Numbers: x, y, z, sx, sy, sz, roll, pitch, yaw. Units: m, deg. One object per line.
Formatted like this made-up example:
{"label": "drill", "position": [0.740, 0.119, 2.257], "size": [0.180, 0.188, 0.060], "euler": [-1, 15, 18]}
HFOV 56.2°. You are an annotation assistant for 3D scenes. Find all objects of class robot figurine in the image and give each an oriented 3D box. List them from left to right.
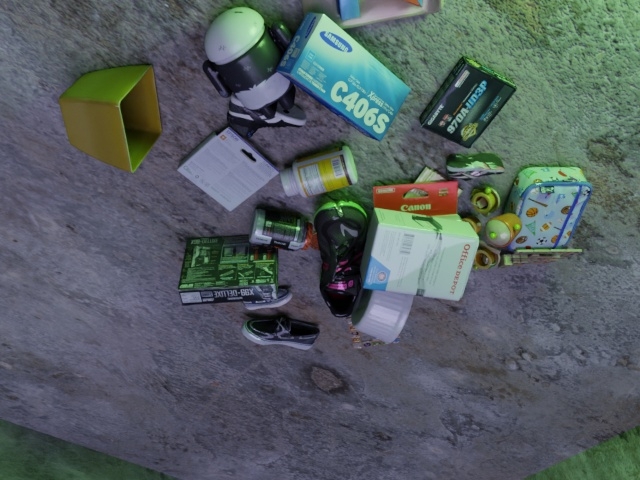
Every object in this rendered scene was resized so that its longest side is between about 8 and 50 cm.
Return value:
{"label": "robot figurine", "position": [-0.169, -0.448, 1.512], "size": [0.209, 0.173, 0.278], "euler": [-45, 127, -8]}

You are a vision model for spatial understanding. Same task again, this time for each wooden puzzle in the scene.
{"label": "wooden puzzle", "position": [0.114, -0.655, 1.397], "size": [0.347, 0.081, 0.322], "euler": [-7, 132, 4]}

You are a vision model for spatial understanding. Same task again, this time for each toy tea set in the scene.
{"label": "toy tea set", "position": [0.499, 0.000, 1.925], "size": [0.124, 0.200, 0.336], "euler": [-26, 150, -39]}

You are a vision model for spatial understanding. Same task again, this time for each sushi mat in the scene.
{"label": "sushi mat", "position": [0.307, -0.075, 1.914], "size": [0.151, 0.019, 0.317], "euler": [28, 112, -14]}

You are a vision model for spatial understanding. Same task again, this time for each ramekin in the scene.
{"label": "ramekin", "position": [0.207, 0.201, 2.052], "size": [0.135, 0.277, 0.277], "euler": [17, 129, -8]}

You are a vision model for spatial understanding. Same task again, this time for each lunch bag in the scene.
{"label": "lunch bag", "position": [0.721, -0.099, 1.910], "size": [0.243, 0.115, 0.304], "euler": [1, 133, -6]}

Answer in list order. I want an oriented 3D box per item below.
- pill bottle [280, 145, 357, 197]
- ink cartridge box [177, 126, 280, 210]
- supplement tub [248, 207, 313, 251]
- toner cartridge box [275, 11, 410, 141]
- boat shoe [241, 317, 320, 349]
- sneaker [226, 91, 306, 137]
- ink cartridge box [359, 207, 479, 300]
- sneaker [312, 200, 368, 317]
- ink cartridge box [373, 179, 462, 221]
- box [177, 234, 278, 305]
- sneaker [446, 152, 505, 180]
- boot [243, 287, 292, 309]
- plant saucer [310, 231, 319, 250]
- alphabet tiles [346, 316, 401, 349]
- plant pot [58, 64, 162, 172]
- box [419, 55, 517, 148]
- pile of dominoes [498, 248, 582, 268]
{"label": "pill bottle", "position": [-0.005, -0.198, 1.777], "size": [0.214, 0.117, 0.117], "euler": [-14, 131, 10]}
{"label": "ink cartridge box", "position": [-0.272, -0.218, 1.793], "size": [0.224, 0.045, 0.223], "euler": [-33, 126, 23]}
{"label": "supplement tub", "position": [-0.127, -0.031, 1.922], "size": [0.190, 0.117, 0.117], "euler": [12, 130, -13]}
{"label": "toner cartridge box", "position": [0.067, -0.408, 1.528], "size": [0.347, 0.075, 0.165], "euler": [26, 94, -39]}
{"label": "boat shoe", "position": [-0.145, 0.337, 2.261], "size": [0.301, 0.108, 0.102], "euler": [16, 129, -20]}
{"label": "sneaker", "position": [-0.155, -0.335, 1.680], "size": [0.216, 0.079, 0.121], "euler": [17, 133, -7]}
{"label": "ink cartridge box", "position": [0.294, 0.043, 1.823], "size": [0.307, 0.129, 0.223], "euler": [8, 115, -6]}
{"label": "sneaker", "position": [0.078, 0.068, 1.947], "size": [0.185, 0.202, 0.483], "euler": [-9, 135, -2]}
{"label": "ink cartridge box", "position": [0.303, -0.058, 1.879], "size": [0.274, 0.060, 0.239], "euler": [-4, 118, 0]}
{"label": "box", "position": [-0.292, 0.088, 1.938], "size": [0.307, 0.243, 0.077], "euler": [-4, 132, 0]}
{"label": "sneaker", "position": [0.468, -0.218, 1.829], "size": [0.178, 0.072, 0.077], "euler": [4, 144, 4]}
{"label": "boot", "position": [-0.201, 0.195, 2.153], "size": [0.189, 0.069, 0.086], "euler": [-15, 134, 13]}
{"label": "plant saucer", "position": [0.000, 0.000, 2.026], "size": [0.083, 0.013, 0.084], "euler": [-2, 133, -2]}
{"label": "alphabet tiles", "position": [0.210, 0.342, 2.349], "size": [0.198, 0.009, 0.237], "euler": [-9, 132, 5]}
{"label": "plant pot", "position": [-0.557, -0.333, 1.582], "size": [0.187, 0.212, 0.212], "euler": [9, 132, 6]}
{"label": "box", "position": [0.409, -0.382, 1.677], "size": [0.175, 0.051, 0.220], "euler": [20, 128, -20]}
{"label": "pile of dominoes", "position": [0.725, 0.072, 2.037], "size": [0.251, 0.040, 0.196], "euler": [0, 165, -9]}
